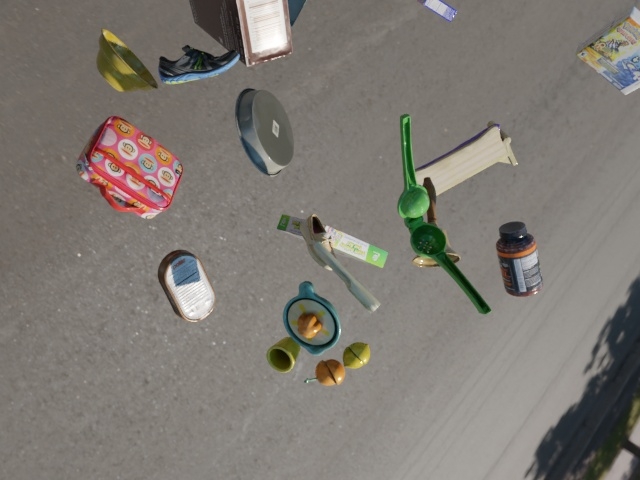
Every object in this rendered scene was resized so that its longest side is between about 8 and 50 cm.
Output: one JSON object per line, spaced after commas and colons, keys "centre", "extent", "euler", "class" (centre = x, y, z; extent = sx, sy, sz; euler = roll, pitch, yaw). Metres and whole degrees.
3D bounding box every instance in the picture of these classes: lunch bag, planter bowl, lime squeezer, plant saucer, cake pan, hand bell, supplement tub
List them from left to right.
{"centre": [-0.587, -0.503, 1.541], "extent": [0.090, 0.217, 0.217], "euler": [-39, 139, 7], "class": "planter bowl"}
{"centre": [-0.585, -0.208, 1.611], "extent": [0.293, 0.120, 0.258], "euler": [37, 48, -33], "class": "lunch bag"}
{"centre": [-0.170, -0.357, 1.705], "extent": [0.293, 0.054, 0.293], "euler": [38, 46, -54], "class": "cake pan"}
{"centre": [-0.081, -0.809, 1.769], "extent": [0.067, 0.192, 0.018], "euler": [45, 61, -5], "class": "plant saucer"}
{"centre": [0.157, -0.032, 0.793], "extent": [0.058, 0.110, 0.310], "euler": [-24, 97, -1], "class": "lime squeezer"}
{"centre": [0.302, -0.059, 1.423], "extent": [0.126, 0.126, 0.242], "euler": [24, 58, -49], "class": "hand bell"}
{"centre": [0.544, 0.049, 1.444], "extent": [0.106, 0.106, 0.198], "euler": [-31, 114, -29], "class": "supplement tub"}

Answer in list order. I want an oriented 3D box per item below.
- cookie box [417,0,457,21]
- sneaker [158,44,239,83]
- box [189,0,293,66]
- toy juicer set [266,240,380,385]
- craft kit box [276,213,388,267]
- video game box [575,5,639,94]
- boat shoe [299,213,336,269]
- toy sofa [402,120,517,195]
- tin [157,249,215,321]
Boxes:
{"centre": [0.365, -0.737, 1.649], "extent": [0.107, 0.092, 0.040], "euler": [24, 117, -17], "class": "cookie box"}
{"centre": [-0.279, -0.410, 1.200], "extent": [0.188, 0.067, 0.078], "euler": [-12, 109, -4], "class": "sneaker"}
{"centre": [-0.225, -0.622, 1.370], "extent": [0.143, 0.381, 0.191], "euler": [-23, 135, -18], "class": "box"}
{"centre": [0.015, 0.190, 1.117], "extent": [0.089, 0.209, 0.329], "euler": [-41, 156, -58], "class": "toy juicer set"}
{"centre": [0.032, 0.000, 1.575], "extent": [0.249, 0.246, 0.061], "euler": [23, 89, -36], "class": "craft kit box"}
{"centre": [0.854, -0.517, 1.452], "extent": [0.205, 0.187, 0.048], "euler": [34, 67, -8], "class": "video game box"}
{"centre": [0.000, 0.000, 1.334], "extent": [0.063, 0.170, 0.059], "euler": [7, 131, -43], "class": "boat shoe"}
{"centre": [0.468, -0.274, 1.816], "extent": [0.362, 0.150, 0.177], "euler": [-30, 121, 13], "class": "toy sofa"}
{"centre": [-0.317, 0.111, 1.262], "extent": [0.106, 0.040, 0.190], "euler": [-39, 125, -34], "class": "tin"}
